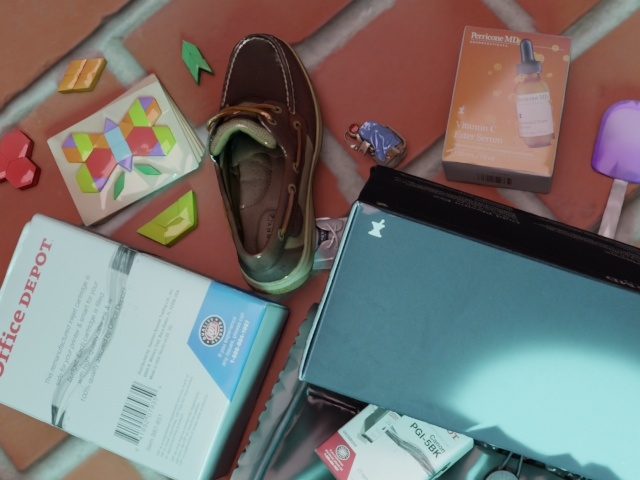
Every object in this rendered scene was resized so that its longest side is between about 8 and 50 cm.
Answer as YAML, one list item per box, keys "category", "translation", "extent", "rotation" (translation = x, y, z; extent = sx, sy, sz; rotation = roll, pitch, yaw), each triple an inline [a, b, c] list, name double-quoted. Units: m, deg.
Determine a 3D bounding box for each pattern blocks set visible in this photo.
- category: "pattern blocks set"
  translation: [-0.256, -0.117, 1.404]
  extent: [0.325, 0.026, 0.285]
  rotation: [-43, 75, -1]

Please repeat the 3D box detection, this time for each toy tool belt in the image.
- category: "toy tool belt"
  translation: [0.066, -0.125, 1.336]
  extent: [0.083, 0.051, 0.052]
  rotation: [35, 86, 15]

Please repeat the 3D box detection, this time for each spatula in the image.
- category: "spatula"
  translation: [0.339, -0.021, 1.277]
  extent: [0.084, 0.030, 0.296]
  rotation: [16, 82, 14]

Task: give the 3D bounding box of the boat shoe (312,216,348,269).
- category: "boat shoe"
  translation: [0.000, 0.000, 1.315]
  extent: [0.184, 0.063, 0.066]
  rotation: [-3, 78, 10]

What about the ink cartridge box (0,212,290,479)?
- category: "ink cartridge box"
  translation: [-0.224, 0.125, 1.288]
  extent: [0.307, 0.129, 0.223]
  rotation: [21, 89, 13]

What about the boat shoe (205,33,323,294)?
- category: "boat shoe"
  translation: [-0.072, -0.113, 1.280]
  extent: [0.123, 0.123, 0.342]
  rotation: [-8, 66, 15]

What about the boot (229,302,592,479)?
- category: "boot"
  translation: [0.126, 0.314, 1.200]
  extent: [0.445, 0.146, 0.367]
  rotation: [22, 85, 9]

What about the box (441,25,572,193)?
- category: "box"
  translation: [0.222, -0.155, 1.294]
  extent: [0.130, 0.091, 0.170]
  rotation: [8, 80, 12]

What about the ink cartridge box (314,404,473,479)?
- category: "ink cartridge box"
  translation: [0.077, 0.214, 1.127]
  extent: [0.135, 0.056, 0.099]
  rotation: [-39, 70, -7]

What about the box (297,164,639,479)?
- category: "box"
  translation: [0.178, 0.071, 1.090]
  extent: [0.343, 0.312, 0.179]
  rotation: [18, 101, 4]
